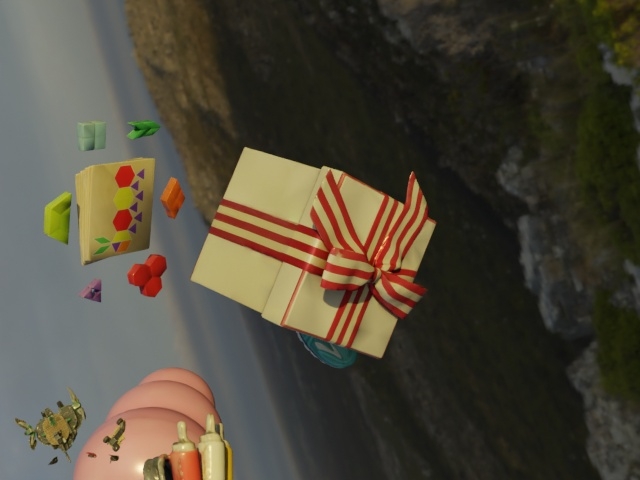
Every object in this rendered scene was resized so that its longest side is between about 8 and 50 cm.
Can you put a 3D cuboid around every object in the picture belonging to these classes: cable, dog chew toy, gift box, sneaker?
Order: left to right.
[{"bbox_3d":[-0.230,0.297,1.422,0.332,0.207,0.206,-85,-17,-67],"label":"dog chew toy"},{"bbox_3d":[-0.129,0.345,1.131,0.139,0.072,0.287,23,-131,-63],"label":"cable"},{"bbox_3d":[-0.001,0.131,1.813,0.275,0.107,0.110,66,173,-25],"label":"sneaker"},{"bbox_3d":[0.000,0.000,1.427,0.258,0.255,0.276,22,93,44],"label":"gift box"}]

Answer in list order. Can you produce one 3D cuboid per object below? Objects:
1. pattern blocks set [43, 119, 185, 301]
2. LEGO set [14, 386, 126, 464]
[{"bbox_3d":[-0.351,-0.050,1.693,0.026,0.285,0.324,21,104,37],"label":"pattern blocks set"},{"bbox_3d":[-0.177,0.138,0.709,0.083,0.054,0.023,26,175,14],"label":"LEGO set"}]
